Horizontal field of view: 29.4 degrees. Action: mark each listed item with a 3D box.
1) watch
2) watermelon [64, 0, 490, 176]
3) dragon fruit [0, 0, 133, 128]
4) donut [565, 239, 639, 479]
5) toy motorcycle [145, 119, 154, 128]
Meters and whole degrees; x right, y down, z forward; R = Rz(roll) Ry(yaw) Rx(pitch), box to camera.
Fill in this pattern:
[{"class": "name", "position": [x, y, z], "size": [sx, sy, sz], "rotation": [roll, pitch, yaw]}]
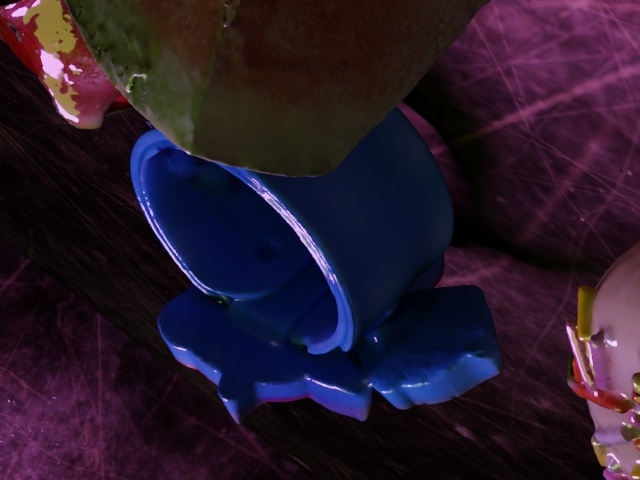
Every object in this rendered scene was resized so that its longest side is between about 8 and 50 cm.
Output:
[{"class": "watch", "position": [0.000, 0.000, 0.962], "size": [0.305, 0.241, 0.274], "rotation": [21, 143, 35]}, {"class": "watermelon", "position": [-0.024, -0.187, 0.567], "size": [0.193, 0.232, 0.310], "rotation": [49, -156, -40]}, {"class": "dragon fruit", "position": [-0.148, -0.193, 0.834], "size": [0.269, 0.198, 0.200], "rotation": [-115, 16, -70]}, {"class": "donut", "position": [0.278, 0.140, 0.722], "size": [0.371, 0.150, 0.307], "rotation": [59, 173, -5]}, {"class": "toy motorcycle", "position": [-0.089, -0.067, 1.197], "size": [0.190, 0.074, 0.106], "rotation": [36, 172, 3]}]
